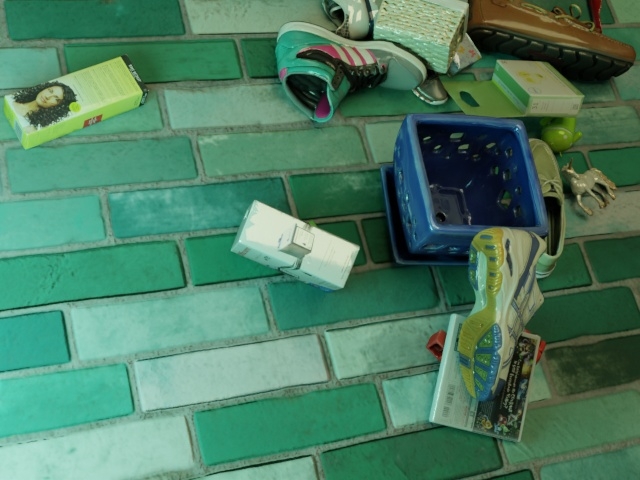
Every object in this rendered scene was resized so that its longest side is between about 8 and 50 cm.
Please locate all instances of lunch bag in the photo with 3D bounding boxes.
[{"bbox_3d":[0.276,-0.388,2.031,0.071,0.053,0.083,-31,89,-26],"label":"lunch bag"}]

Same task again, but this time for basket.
[{"bbox_3d":[0.190,-0.406,1.908,0.167,0.113,0.103,17,70,10],"label":"basket"}]

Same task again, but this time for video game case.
[{"bbox_3d":[0.286,0.239,1.719,0.173,0.022,0.190,16,81,-16],"label":"video game case"}]

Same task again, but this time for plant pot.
[{"bbox_3d":[0.239,-0.074,1.778,0.236,0.212,0.236,1,66,-20],"label":"plant pot"}]

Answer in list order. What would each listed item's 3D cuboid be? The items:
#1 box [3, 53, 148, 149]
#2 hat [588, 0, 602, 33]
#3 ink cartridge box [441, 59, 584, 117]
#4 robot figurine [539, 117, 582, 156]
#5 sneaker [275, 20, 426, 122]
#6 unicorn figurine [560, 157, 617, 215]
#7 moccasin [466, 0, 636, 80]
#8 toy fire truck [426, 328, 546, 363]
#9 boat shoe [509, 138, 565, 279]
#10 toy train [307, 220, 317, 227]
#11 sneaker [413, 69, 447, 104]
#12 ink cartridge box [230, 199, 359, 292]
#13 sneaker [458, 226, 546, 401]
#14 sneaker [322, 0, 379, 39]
[{"bbox_3d":[-0.420,-0.241,1.712,0.232,0.058,0.087,-27,77,-29],"label":"box"},{"bbox_3d":[0.575,-0.597,2.252,0.173,0.183,0.208,20,19,-17],"label":"hat"},{"bbox_3d":[0.378,-0.302,1.973,0.235,0.056,0.171,-1,33,-17],"label":"ink cartridge box"},{"bbox_3d":[0.485,-0.229,2.020,0.101,0.067,0.115,37,54,-35],"label":"robot figurine"},{"bbox_3d":[0.051,-0.298,1.864,0.295,0.124,0.178,13,57,-5],"label":"sneaker"},{"bbox_3d":[0.531,-0.110,1.980,0.111,0.060,0.162,56,28,9],"label":"unicorn figurine"},{"bbox_3d":[0.484,-0.438,2.090,0.380,0.139,0.147,13,71,-3],"label":"moccasin"},{"bbox_3d":[0.298,0.189,1.770,0.192,0.047,0.135,34,60,-3],"label":"toy fire truck"},{"bbox_3d":[0.433,-0.073,1.913,0.109,0.094,0.302,10,63,-15],"label":"boat shoe"},{"bbox_3d":[0.000,0.000,1.771,0.023,0.017,0.083,-30,79,-39],"label":"toy train"},{"bbox_3d":[0.204,-0.342,1.975,0.061,0.065,0.158,-28,77,-29],"label":"sneaker"},{"bbox_3d":[-0.045,0.013,1.671,0.190,0.139,0.082,22,80,-7],"label":"ink cartridge box"},{"bbox_3d":[0.314,0.126,1.645,0.131,0.112,0.296,-2,106,-28],"label":"sneaker"},{"bbox_3d":[0.045,-0.509,1.991,0.094,0.090,0.235,-11,68,-14],"label":"sneaker"}]
